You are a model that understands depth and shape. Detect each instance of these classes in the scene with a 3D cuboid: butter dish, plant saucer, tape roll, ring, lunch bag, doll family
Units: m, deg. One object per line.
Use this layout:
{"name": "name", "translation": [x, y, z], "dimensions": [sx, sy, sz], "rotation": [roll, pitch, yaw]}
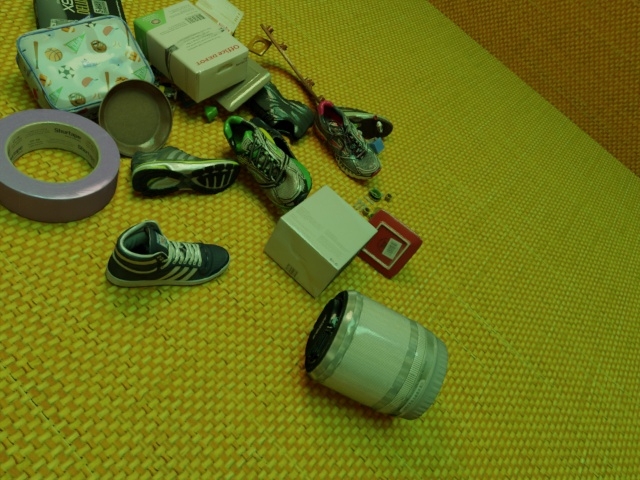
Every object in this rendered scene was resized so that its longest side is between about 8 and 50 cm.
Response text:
{"name": "butter dish", "translation": [0.196, -0.001, 1.413], "dimensions": [0.159, 0.160, 0.118], "rotation": [38, 23, 3]}
{"name": "plant saucer", "translation": [-0.483, -0.318, 1.265], "dimensions": [0.198, 0.199, 0.036], "rotation": [-21, 32, -39]}
{"name": "tape roll", "translation": [-0.614, -0.176, 1.122], "dimensions": [0.274, 0.090, 0.275], "rotation": [15, 50, -19]}
{"name": "ring", "translation": [-0.085, -0.588, 1.631], "dimensions": [0.337, 0.032, 0.336], "rotation": [51, 8, -10]}
{"name": "lunch bag", "translation": [-0.604, -0.453, 1.266], "dimensions": [0.303, 0.115, 0.243], "rotation": [-31, 94, -33]}
{"name": "doll family", "translation": [-0.480, -0.455, 1.429], "dimensions": [0.111, 0.076, 0.193], "rotation": [8, 47, -18]}

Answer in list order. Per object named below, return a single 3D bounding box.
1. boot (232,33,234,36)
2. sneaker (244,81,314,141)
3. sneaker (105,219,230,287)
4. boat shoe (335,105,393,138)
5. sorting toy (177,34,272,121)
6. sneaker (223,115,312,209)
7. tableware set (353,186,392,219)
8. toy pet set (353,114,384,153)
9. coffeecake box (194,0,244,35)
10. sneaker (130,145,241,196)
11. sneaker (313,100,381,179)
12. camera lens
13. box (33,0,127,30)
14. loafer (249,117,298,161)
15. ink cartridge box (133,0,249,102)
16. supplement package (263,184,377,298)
{"name": "boot", "translation": [-0.409, -0.730, 1.673], "dimensions": [0.236, 0.089, 0.270], "rotation": [21, 48, -30]}
{"name": "sneaker", "translation": [-0.162, -0.421, 1.558], "dimensions": [0.286, 0.109, 0.130], "rotation": [27, 57, -2]}
{"name": "sneaker", "translation": [-0.320, 0.027, 1.080], "dimensions": [0.282, 0.153, 0.099], "rotation": [-6, 59, -32]}
{"name": "boat shoe", "translation": [0.139, -0.436, 1.739], "dimensions": [0.257, 0.095, 0.095], "rotation": [5, 48, -26]}
{"name": "sorting toy", "translation": [-0.275, -0.501, 1.513], "dimensions": [0.347, 0.047, 0.196], "rotation": [-43, 71, -12]}
{"name": "sneaker", "translation": [-0.158, -0.211, 1.320], "dimensions": [0.343, 0.134, 0.146], "rotation": [45, 10, 27]}
{"name": "tableware set", "translation": [0.181, -0.117, 1.559], "dimensions": [0.104, 0.024, 0.154], "rotation": [43, 46, 7]}
{"name": "toy pet set", "translation": [0.165, -0.355, 1.681], "dimensions": [0.065, 0.122, 0.114], "rotation": [-104, 167, -63]}
{"name": "coffeecake box", "translation": [-0.349, -0.738, 1.612], "dimensions": [0.142, 0.068, 0.186], "rotation": [32, 42, -21]}
{"name": "sneaker", "translation": [-0.351, -0.197, 1.274], "dimensions": [0.299, 0.111, 0.121], "rotation": [-5, 51, -37]}
{"name": "sneaker", "translation": [0.080, -0.321, 1.574], "dimensions": [0.121, 0.112, 0.299], "rotation": [-41, 82, -11]}
{"name": "camera lens", "translation": [0.117, 0.256, 1.098], "dimensions": [0.274, 0.219, 0.220], "rotation": [28, 47, -7]}
{"name": "box", "translation": [-0.690, -0.605, 1.421], "dimensions": [0.242, 0.076, 0.308], "rotation": [-5, 59, -32]}
{"name": "loafer", "translation": [-0.125, -0.270, 1.459], "dimensions": [0.109, 0.095, 0.303], "rotation": [-17, 65, -37]}
{"name": "ink cartridge box", "translation": [-0.373, -0.553, 1.415], "dimensions": [0.273, 0.115, 0.198], "rotation": [42, 58, 14]}
{"name": "supplement package", "translation": [0.000, 0.000, 1.280], "dimensions": [0.194, 0.149, 0.203], "rotation": [43, 47, 7]}
